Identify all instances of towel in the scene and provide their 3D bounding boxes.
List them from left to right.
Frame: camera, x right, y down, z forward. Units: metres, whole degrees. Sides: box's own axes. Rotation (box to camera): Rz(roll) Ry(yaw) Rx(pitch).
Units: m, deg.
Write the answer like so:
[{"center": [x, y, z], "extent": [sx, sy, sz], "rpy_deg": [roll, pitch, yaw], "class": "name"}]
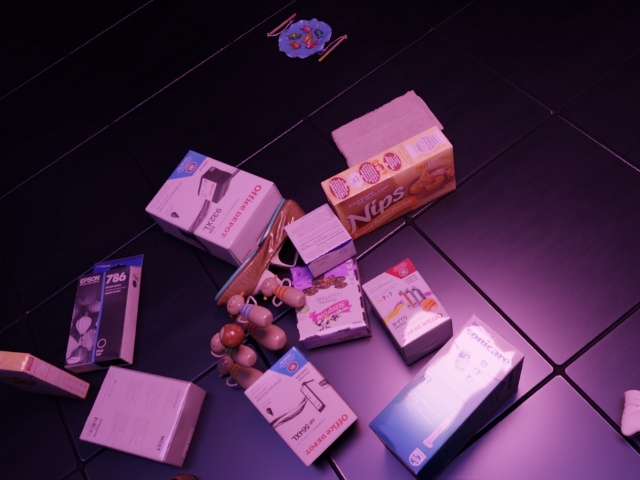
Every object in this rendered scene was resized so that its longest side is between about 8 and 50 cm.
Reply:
[{"center": [0.185, -0.299, 1.590], "extent": [0.282, 0.049, 0.187], "rpy_deg": [-26, 55, 2], "class": "towel"}]

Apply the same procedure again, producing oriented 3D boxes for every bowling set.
[{"center": [-0.179, 0.193, 1.285], "extent": [0.154, 0.200, 0.287], "rpy_deg": [19, 80, 36], "class": "bowling set"}]

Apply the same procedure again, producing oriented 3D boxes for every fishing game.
[{"center": [-0.057, -0.684, 1.890], "extent": [0.189, 0.041, 0.264], "rpy_deg": [-43, 58, -13], "class": "fishing game"}]

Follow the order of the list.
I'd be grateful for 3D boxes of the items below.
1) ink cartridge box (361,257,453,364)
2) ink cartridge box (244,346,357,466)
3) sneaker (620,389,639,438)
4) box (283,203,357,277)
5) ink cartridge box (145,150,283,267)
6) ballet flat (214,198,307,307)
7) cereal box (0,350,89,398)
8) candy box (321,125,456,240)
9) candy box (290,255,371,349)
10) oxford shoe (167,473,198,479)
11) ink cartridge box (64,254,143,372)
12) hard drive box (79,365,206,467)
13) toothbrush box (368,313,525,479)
[{"center": [0.198, 0.161, 1.268], "extent": [0.128, 0.127, 0.176], "rpy_deg": [-31, 58, -3], "class": "ink cartridge box"}, {"center": [-0.040, 0.351, 1.212], "extent": [0.148, 0.086, 0.203], "rpy_deg": [-42, 80, -9], "class": "ink cartridge box"}, {"center": [0.674, 0.370, 1.041], "extent": [0.232, 0.090, 0.115], "rpy_deg": [16, 73, 34], "class": "sneaker"}, {"center": [0.000, 0.000, 1.374], "extent": [0.126, 0.072, 0.137], "rpy_deg": [-29, 51, -5], "class": "box"}, {"center": [-0.285, -0.089, 1.555], "extent": [0.307, 0.129, 0.223], "rpy_deg": [23, 70, 26], "class": "ink cartridge box"}, {"center": [-0.130, 0.050, 1.449], "extent": [0.124, 0.116, 0.342], "rpy_deg": [34, 67, -4], "class": "ballet flat"}, {"center": [-0.705, 0.326, 1.370], "extent": [0.173, 0.240, 0.047], "rpy_deg": [1, 61, 17], "class": "cereal box"}, {"center": [0.177, -0.137, 1.415], "extent": [0.316, 0.183, 0.087], "rpy_deg": [-26, 56, 0], "class": "candy box"}, {"center": [0.023, 0.147, 1.362], "extent": [0.165, 0.070, 0.196], "rpy_deg": [-14, 57, 8], "class": "candy box"}, {"center": [-0.364, 0.592, 1.203], "extent": [0.083, 0.096, 0.227], "rpy_deg": [30, 74, 27], "class": "oxford shoe"}, {"center": [-0.579, 0.180, 1.526], "extent": [0.165, 0.065, 0.332], "rpy_deg": [-12, 57, 10], "class": "ink cartridge box"}, {"center": [-0.413, 0.410, 1.326], "extent": [0.232, 0.089, 0.181], "rpy_deg": [6, 63, 20], "class": "hard drive box"}, {"center": [0.253, 0.320, 1.107], "extent": [0.295, 0.216, 0.126], "rpy_deg": [-43, 59, -9], "class": "toothbrush box"}]
